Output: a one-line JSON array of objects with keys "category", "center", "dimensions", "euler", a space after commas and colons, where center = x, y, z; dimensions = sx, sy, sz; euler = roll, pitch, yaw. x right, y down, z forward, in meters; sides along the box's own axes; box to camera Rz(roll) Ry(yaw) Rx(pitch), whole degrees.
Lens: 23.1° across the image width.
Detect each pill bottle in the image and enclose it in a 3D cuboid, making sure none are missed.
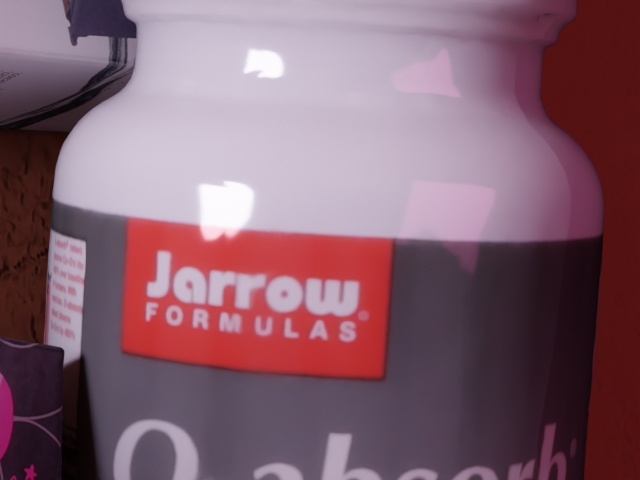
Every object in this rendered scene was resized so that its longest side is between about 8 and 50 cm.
[{"category": "pill bottle", "center": [-0.002, 0.052, 0.603], "dimensions": [0.210, 0.210, 0.362], "euler": [-4, 99, -52]}]

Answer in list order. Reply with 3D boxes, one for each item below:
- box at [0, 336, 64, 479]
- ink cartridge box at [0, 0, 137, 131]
[{"category": "box", "center": [-0.210, 0.097, 0.458], "dimensions": [0.247, 0.142, 0.163], "euler": [18, 64, -48]}, {"category": "ink cartridge box", "center": [-0.117, -0.142, 0.693], "dimensions": [0.237, 0.100, 0.171], "euler": [-2, 78, -52]}]
